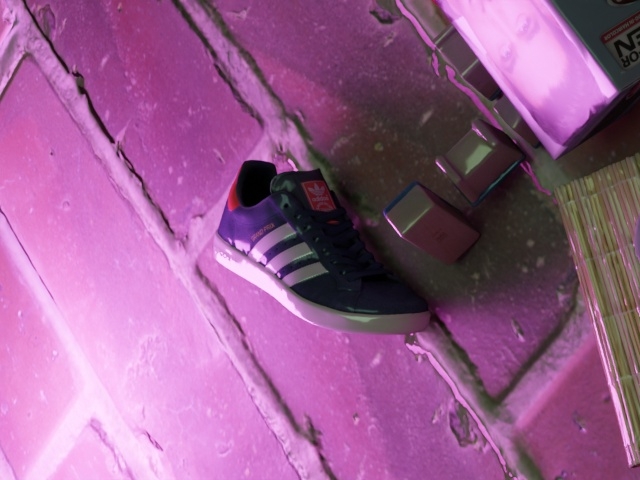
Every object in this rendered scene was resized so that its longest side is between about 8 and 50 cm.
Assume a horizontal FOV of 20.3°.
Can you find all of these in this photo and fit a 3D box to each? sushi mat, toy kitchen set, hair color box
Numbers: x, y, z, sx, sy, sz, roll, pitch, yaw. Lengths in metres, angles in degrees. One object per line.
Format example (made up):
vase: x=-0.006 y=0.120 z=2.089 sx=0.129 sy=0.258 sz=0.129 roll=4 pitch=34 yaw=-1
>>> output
sushi mat: x=0.337 y=0.069 z=1.847 sx=0.151 sy=0.019 sz=0.317 roll=-27 pitch=70 yaw=39
toy kitchen set: x=0.147 y=-0.111 z=2.000 sx=0.207 sy=0.122 sz=0.166 roll=-44 pitch=57 yaw=10
hair color box: x=0.196 y=-0.286 z=1.807 sx=0.374 sy=0.113 sz=0.185 roll=54 pitch=159 yaw=8

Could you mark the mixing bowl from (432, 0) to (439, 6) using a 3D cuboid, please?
mixing bowl: x=0.159 y=-0.332 z=1.985 sx=0.181 sy=0.098 sz=0.182 roll=-3 pitch=85 yaw=44

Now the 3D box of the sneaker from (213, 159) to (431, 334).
sneaker: x=0.000 y=0.000 z=2.101 sx=0.350 sy=0.131 sz=0.148 roll=26 pitch=110 yaw=42

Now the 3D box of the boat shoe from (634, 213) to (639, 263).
boat shoe: x=0.366 y=0.045 z=1.758 sx=0.077 sy=0.070 sz=0.219 roll=-26 pitch=48 yaw=23
